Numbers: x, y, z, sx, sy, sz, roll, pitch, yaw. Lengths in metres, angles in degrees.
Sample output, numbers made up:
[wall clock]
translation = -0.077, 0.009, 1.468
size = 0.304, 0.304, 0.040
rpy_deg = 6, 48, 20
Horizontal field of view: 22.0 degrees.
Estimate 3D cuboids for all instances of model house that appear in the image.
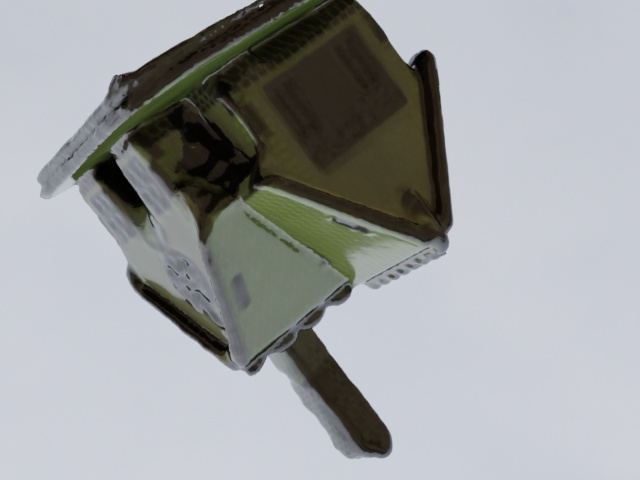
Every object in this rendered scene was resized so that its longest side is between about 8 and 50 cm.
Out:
[model house]
translation = 0.000, 0.000, 1.007
size = 0.205, 0.279, 0.218
rpy_deg = -36, -179, -28
